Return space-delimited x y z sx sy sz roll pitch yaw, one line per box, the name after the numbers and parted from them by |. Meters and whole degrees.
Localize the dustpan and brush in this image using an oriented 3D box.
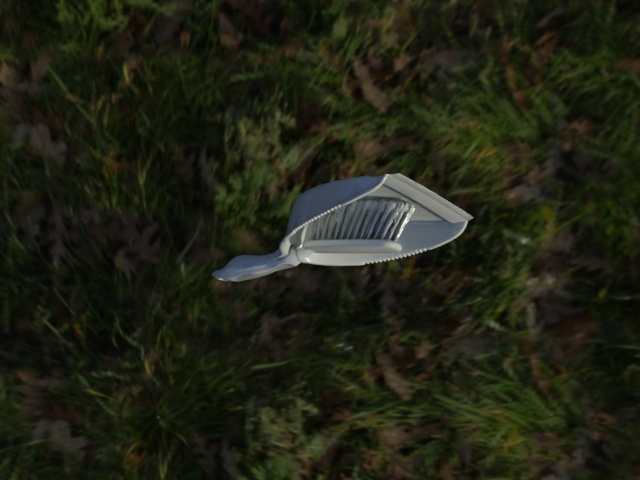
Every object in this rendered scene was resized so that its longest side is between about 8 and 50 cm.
0.000 0.000 1.041 0.211 0.147 0.060 -4 74 31 | dustpan and brush
